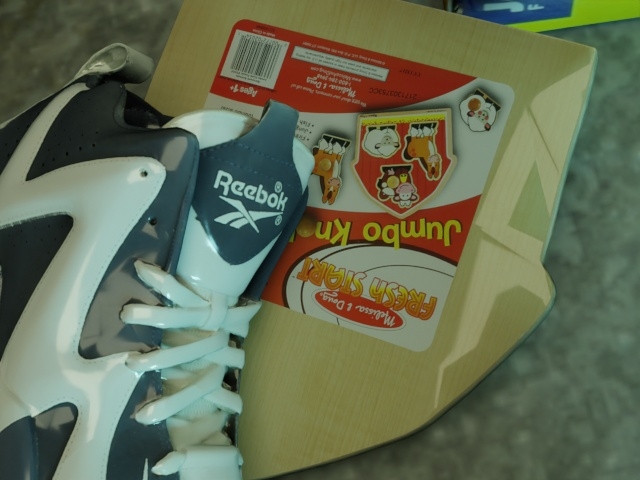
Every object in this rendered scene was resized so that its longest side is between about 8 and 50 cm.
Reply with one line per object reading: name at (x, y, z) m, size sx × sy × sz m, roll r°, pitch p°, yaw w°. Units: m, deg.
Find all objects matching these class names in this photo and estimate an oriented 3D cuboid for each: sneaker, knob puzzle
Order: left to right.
sneaker at (-0.047, 0.029, 0.495) m, size 0.153 × 0.094 × 0.235 m, roll -43°, pitch 58°, yaw 15°
knob puzzle at (0.000, 0.000, 0.553) m, size 0.213 × 0.030 × 0.213 m, roll -4°, pitch 77°, yaw 18°

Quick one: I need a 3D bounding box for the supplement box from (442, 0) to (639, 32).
supplement box at (0.120, -0.287, 0.549) m, size 0.195 × 0.194 × 0.357 m, roll -7°, pitch 72°, yaw 3°
